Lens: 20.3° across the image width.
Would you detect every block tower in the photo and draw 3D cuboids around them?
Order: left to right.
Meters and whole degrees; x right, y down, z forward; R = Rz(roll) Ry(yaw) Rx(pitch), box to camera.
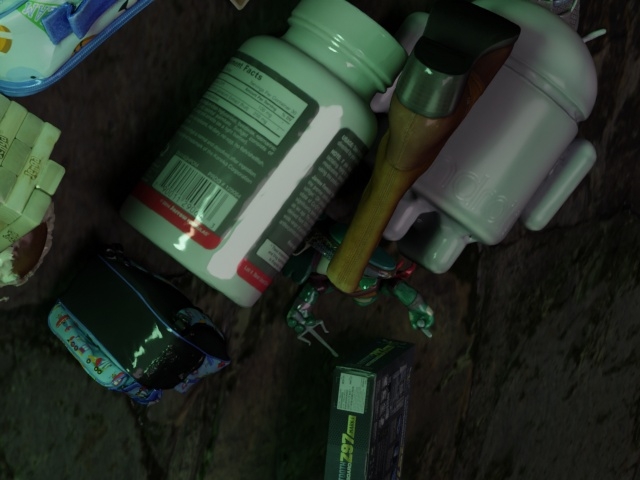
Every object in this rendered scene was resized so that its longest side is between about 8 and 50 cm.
[{"bbox_3d":[-0.372,-0.119,1.454,0.335,0.097,0.091,33,58,-19],"label":"block tower"}]

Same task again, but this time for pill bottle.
[{"bbox_3d":[-0.051,-0.102,1.874,0.318,0.176,0.176,-53,142,-3],"label":"pill bottle"}]

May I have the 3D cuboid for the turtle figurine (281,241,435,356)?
[{"bbox_3d":[0.039,0.058,2.135,0.234,0.175,0.118,49,33,-67],"label":"turtle figurine"}]

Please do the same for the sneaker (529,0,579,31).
[{"bbox_3d":[0.278,-0.334,2.103,0.105,0.115,0.281,-34,137,-25],"label":"sneaker"}]

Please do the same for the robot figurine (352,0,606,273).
[{"bbox_3d":[0.186,-0.135,2.078,0.300,0.200,0.353,34,89,-25],"label":"robot figurine"}]

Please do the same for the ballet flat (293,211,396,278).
[{"bbox_3d":[0.000,0.000,2.007,0.070,0.188,0.070,-46,163,-18],"label":"ballet flat"}]

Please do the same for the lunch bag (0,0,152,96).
[{"bbox_3d":[-0.223,-0.258,1.531,0.303,0.243,0.115,-44,140,-16],"label":"lunch bag"}]

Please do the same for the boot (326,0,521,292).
[{"bbox_3d":[0.111,-0.102,1.907,0.264,0.096,0.280,-63,175,-59],"label":"boot"}]

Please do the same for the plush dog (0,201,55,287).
[{"bbox_3d":[-0.390,-0.064,1.574,0.262,0.211,0.225,-13,106,-37],"label":"plush dog"}]

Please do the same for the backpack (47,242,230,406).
[{"bbox_3d":[-0.184,0.100,1.906,0.117,0.158,0.173,-48,153,4],"label":"backpack"}]

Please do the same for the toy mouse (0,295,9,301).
[{"bbox_3d":[-0.402,0.111,1.774,0.161,0.031,0.143,4,113,-47],"label":"toy mouse"}]

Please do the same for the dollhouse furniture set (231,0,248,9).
[{"bbox_3d":[-0.032,-0.271,1.851,0.114,0.081,0.091,-52,141,-5],"label":"dollhouse furniture set"}]

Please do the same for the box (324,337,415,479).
[{"bbox_3d":[0.059,0.252,2.236,0.183,0.059,0.232,-25,123,-69],"label":"box"}]
